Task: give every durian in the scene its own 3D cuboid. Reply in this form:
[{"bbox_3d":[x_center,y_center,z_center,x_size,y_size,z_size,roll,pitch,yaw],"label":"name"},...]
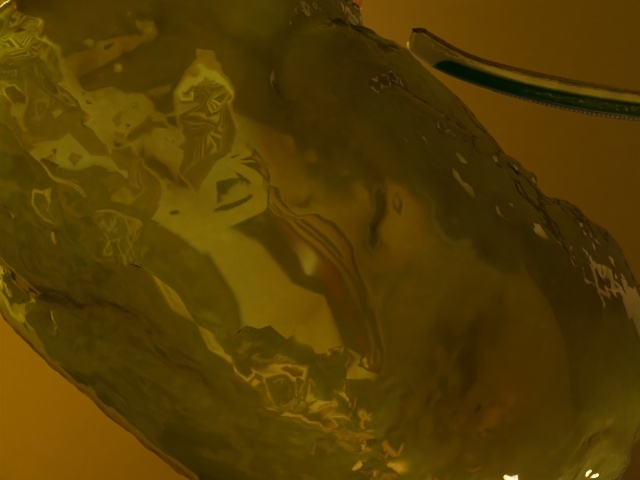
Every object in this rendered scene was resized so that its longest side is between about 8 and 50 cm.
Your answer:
[{"bbox_3d":[0.000,0.000,0.633,0.339,0.204,0.256,43,37,9],"label":"durian"}]

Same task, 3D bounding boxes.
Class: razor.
[{"bbox_3d":[0.141,-0.088,0.823,0.191,0.037,0.068,8,14,3],"label":"razor"}]

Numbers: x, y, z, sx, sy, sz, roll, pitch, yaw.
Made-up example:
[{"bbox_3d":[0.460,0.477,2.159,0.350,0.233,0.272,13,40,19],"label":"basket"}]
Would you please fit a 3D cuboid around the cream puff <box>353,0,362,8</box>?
[{"bbox_3d":[-0.039,-0.293,0.871,0.231,0.343,0.327,11,13,-26],"label":"cream puff"}]
